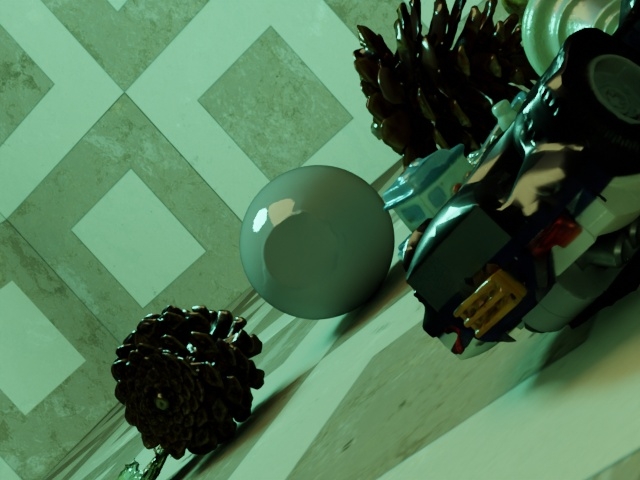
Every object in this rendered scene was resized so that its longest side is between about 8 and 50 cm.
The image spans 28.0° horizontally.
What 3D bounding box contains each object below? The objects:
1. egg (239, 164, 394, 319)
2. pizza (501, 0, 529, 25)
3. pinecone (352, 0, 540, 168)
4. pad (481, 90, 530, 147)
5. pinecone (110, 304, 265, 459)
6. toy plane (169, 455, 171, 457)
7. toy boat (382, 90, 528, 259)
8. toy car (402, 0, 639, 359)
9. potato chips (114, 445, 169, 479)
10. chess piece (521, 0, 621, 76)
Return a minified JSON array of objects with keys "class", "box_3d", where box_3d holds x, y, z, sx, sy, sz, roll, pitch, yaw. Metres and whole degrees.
[{"class":"egg","box_3d":[0.000,0.000,1.478,0.176,0.176,0.232,-41,-4,18]},{"class":"pizza","box_3d":[0.326,-0.306,1.687,0.365,0.182,0.074,-137,73,-87]},{"class":"pinecone","box_3d":[0.176,-0.215,1.710,0.264,0.264,0.264,-42,3,3]},{"class":"pad","box_3d":[0.259,-0.163,1.952,0.233,0.022,0.174,-42,2,-17]},{"class":"pinecone","box_3d":[-0.133,0.142,1.392,0.163,0.163,0.165,-40,-7,32]},{"class":"toy plane","box_3d":[-0.152,0.236,1.526,0.078,0.024,0.084,-41,10,8]},{"class":"toy boat","box_3d":[0.154,-0.073,1.301,0.238,0.098,0.109,-44,6,-32]},{"class":"toy car","box_3d":[0.156,-0.046,0.723,0.301,0.118,0.193,-46,-4,-42]},{"class":"potato chips","box_3d":[-0.220,0.286,1.479,0.220,0.029,0.202,-49,6,27]},{"class":"chess piece","box_3d":[0.290,-0.197,1.228,0.139,0.139,0.272,-42,13,3]}]
